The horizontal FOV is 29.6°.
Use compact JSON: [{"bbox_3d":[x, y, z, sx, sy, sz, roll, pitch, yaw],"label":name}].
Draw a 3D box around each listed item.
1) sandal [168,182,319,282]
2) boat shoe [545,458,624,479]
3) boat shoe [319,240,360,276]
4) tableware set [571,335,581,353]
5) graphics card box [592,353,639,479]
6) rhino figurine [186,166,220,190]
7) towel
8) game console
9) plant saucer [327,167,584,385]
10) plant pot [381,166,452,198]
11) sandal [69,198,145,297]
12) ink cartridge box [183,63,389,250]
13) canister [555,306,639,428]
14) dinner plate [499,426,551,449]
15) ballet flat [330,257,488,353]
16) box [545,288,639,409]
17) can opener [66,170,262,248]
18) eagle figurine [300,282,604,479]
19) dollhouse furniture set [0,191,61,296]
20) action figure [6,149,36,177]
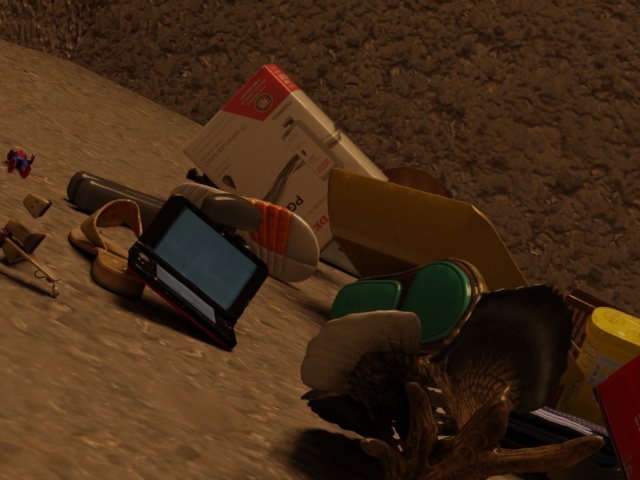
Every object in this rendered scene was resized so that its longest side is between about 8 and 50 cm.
[{"bbox_3d":[-0.108,-0.024,1.855,0.265,0.102,0.076,25,9,19],"label":"sandal"},{"bbox_3d":[0.298,0.260,1.347,0.125,0.046,0.038,12,-3,-19],"label":"boat shoe"},{"bbox_3d":[0.000,0.000,2.217,0.226,0.083,0.076,36,-5,1],"label":"boat shoe"},{"bbox_3d":[0.285,0.100,1.621,0.104,0.024,0.154,50,-17,-20],"label":"tableware set"},{"bbox_3d":[0.477,0.272,1.284,0.371,0.094,0.232,22,38,-29],"label":"graphics card box"},{"bbox_3d":[-0.191,-0.078,2.097,0.106,0.073,0.243,27,9,8],"label":"rhino figurine"},{"bbox_3d":[0.241,0.195,1.441,0.243,0.040,0.336,21,0,12],"label":"towel"},{"bbox_3d":[-0.127,0.031,1.301,0.144,0.085,0.124,40,4,-13],"label":"game console"},{"bbox_3d":[0.159,0.067,1.652,0.333,0.081,0.332,20,-29,54],"label":"plant saucer"},{"bbox_3d":[0.166,-0.004,2.352,0.215,0.215,0.230,23,21,-10],"label":"plant pot"},{"bbox_3d":[-0.229,-0.007,1.395,0.088,0.079,0.240,22,7,-21],"label":"sandal"},{"bbox_3d":[-0.053,-0.124,2.021,0.283,0.207,0.117,45,10,1],"label":"ink cartridge box"},{"bbox_3d":[0.401,0.191,1.650,0.126,0.170,0.073,22,29,12],"label":"canister"},{"bbox_3d":[0.210,0.223,1.443,0.141,0.017,0.141,24,8,-3],"label":"dinner plate"},{"bbox_3d":[0.133,0.091,1.472,0.123,0.123,0.348,22,-13,-22],"label":"ballet flat"},{"bbox_3d":[0.416,0.184,1.818,0.167,0.168,0.203,27,7,14],"label":"box"},{"bbox_3d":[-0.215,-0.053,1.726,0.283,0.095,0.076,21,7,-32],"label":"can opener"},{"bbox_3d":[0.097,0.143,1.005,0.226,0.225,0.298,15,17,4],"label":"eagle figurine"},{"bbox_3d":[-0.268,0.008,1.203,0.081,0.091,0.114,40,4,0],"label":"dollhouse furniture set"},{"bbox_3d":[-0.432,-0.115,1.739,0.038,0.030,0.115,17,7,-18],"label":"action figure"}]
